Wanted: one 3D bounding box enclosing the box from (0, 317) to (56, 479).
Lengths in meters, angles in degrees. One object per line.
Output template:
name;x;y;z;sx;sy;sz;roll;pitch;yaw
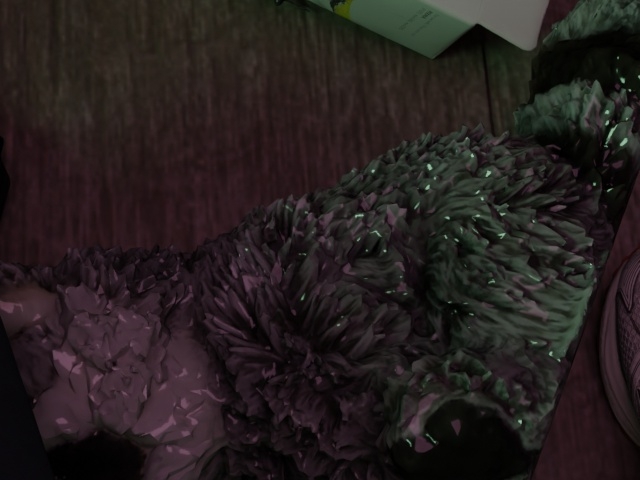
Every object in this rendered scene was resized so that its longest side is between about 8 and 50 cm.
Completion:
box;-0.321;0.119;0.482;0.395;0.212;0.293;-39;46;8

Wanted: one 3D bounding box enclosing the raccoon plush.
raccoon plush;0.000;0.000;0.724;0.299;0.216;0.446;19;50;12

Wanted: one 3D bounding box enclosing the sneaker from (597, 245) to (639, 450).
sneaker;0.217;0.104;0.726;0.088;0.092;0.225;-8;71;-8

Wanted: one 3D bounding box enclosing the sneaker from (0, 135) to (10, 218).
sneaker;-0.253;0.009;0.719;0.121;0.079;0.217;30;69;6

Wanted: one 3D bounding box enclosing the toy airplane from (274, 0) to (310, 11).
toy airplane;-0.012;-0.216;0.846;0.151;0.028;0.151;5;77;-20

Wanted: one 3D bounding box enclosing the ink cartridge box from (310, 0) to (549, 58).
ink cartridge box;0.047;-0.191;0.811;0.198;0.067;0.115;24;71;-14
